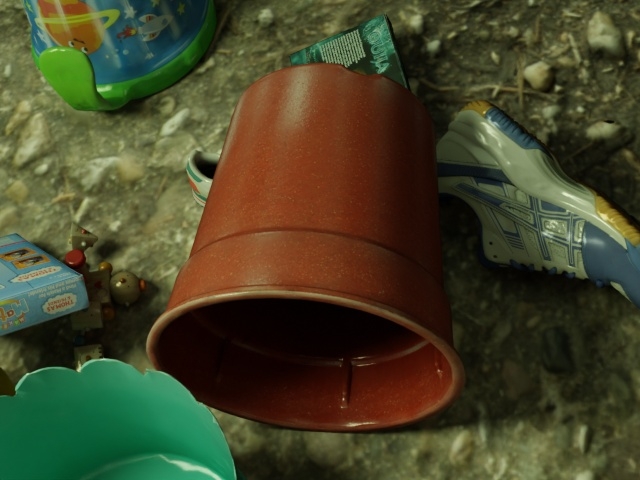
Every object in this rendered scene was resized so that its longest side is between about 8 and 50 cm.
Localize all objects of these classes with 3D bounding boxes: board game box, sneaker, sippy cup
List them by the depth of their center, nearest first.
[{"bbox_3d":[-0.341,0.049,1.030,0.160,0.039,0.211,-18,20,-28],"label":"board game box"},{"bbox_3d":[0.228,-0.006,1.039,0.296,0.112,0.131,43,103,20],"label":"sneaker"},{"bbox_3d":[-0.073,-0.057,1.120,0.161,0.075,0.057,16,63,18],"label":"sneaker"},{"bbox_3d":[0.040,-0.158,1.175,0.126,0.026,0.186,-21,57,14],"label":"board game box"},{"bbox_3d":[-0.258,-0.320,1.224,0.240,0.224,0.305,-30,58,-10],"label":"sippy cup"}]

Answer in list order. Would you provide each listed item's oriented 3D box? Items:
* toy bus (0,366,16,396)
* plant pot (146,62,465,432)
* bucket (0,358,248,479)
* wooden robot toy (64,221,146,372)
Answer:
[{"bbox_3d":[-0.408,0.211,0.970,0.211,0.149,0.220,-26,12,25],"label":"toy bus"},{"bbox_3d":[0.000,0.000,0.959,0.272,0.272,0.265,1,58,10],"label":"plant pot"},{"bbox_3d":[-0.177,0.258,0.882,0.281,0.183,0.281,-4,59,7],"label":"bucket"},{"bbox_3d":[-0.220,0.053,1.084,0.079,0.076,0.173,-6,58,-7],"label":"wooden robot toy"}]
